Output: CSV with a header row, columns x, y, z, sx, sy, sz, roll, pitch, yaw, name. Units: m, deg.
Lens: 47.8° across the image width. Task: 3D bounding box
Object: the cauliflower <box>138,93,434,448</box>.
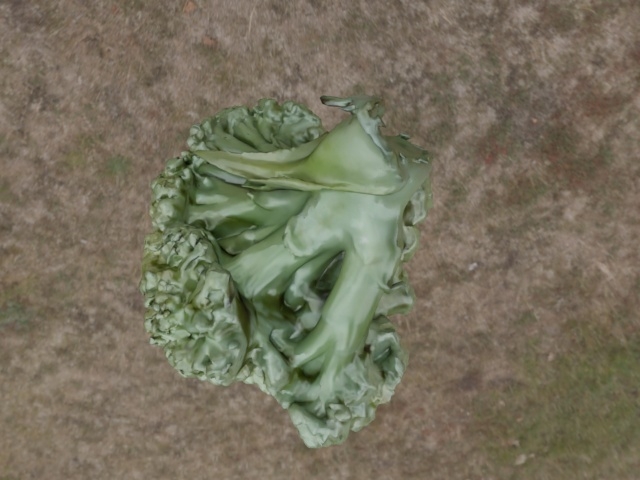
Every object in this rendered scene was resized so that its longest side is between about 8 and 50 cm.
x,y,z,sx,sy,sz,roll,pitch,yaw,name
-0.001,0.005,0.621,0.281,0.327,0.260,-21,167,29,cauliflower
